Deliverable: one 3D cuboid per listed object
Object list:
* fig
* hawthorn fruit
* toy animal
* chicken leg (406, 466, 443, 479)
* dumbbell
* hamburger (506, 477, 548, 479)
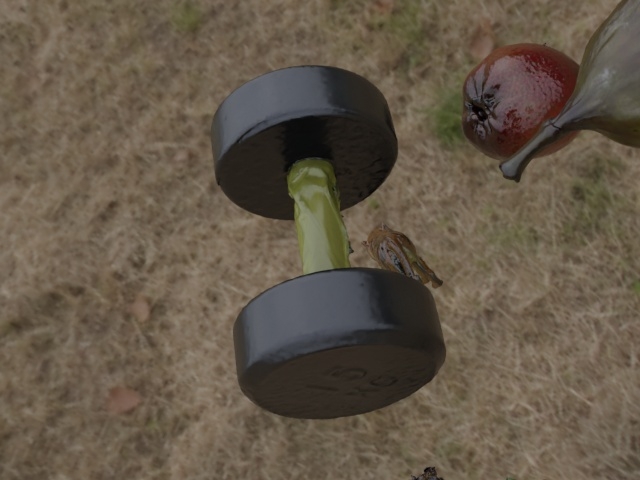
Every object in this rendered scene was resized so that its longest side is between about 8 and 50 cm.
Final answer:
[{"bbox_3d":[0.260,-0.123,0.723,0.274,0.170,0.145,-26,61,8],"label":"fig"},{"bbox_3d":[0.289,-0.185,1.278,0.188,0.169,0.169,-9,48,-21],"label":"hawthorn fruit"},{"bbox_3d":[0.097,0.029,1.176,0.057,0.241,0.099,-38,91,1],"label":"toy animal"},{"bbox_3d":[0.190,0.355,1.139,0.106,0.253,0.051,-54,18,26],"label":"chicken leg"},{"bbox_3d":[0.000,0.000,0.972,0.204,0.204,0.322,-23,57,22],"label":"dumbbell"},{"bbox_3d":[0.293,0.424,1.420,0.087,0.166,0.137,-12,85,54],"label":"hamburger"}]
